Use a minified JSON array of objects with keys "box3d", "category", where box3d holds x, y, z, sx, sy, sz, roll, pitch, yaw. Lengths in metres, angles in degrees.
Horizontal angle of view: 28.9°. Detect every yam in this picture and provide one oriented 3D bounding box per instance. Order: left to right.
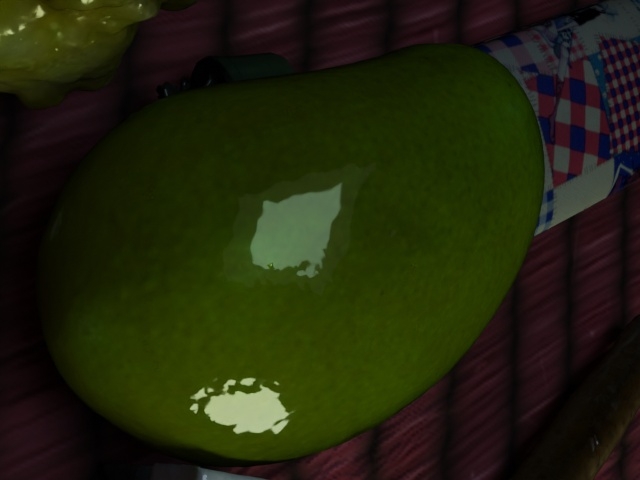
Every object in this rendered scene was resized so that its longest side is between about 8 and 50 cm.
[{"box3d":[0.166,0.138,0.818,0.264,0.046,0.046,-43,112,-36],"category":"yam"}]

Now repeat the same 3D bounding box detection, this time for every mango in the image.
[{"box3d":[-0.002,0.009,0.601,0.273,0.149,0.185,-15,109,-29],"category":"mango"}]

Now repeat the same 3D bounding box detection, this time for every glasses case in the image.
[{"box3d":[0.140,-0.075,0.806,0.327,0.076,0.125,-24,102,-40],"category":"glasses case"}]

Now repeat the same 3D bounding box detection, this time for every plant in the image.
[{"box3d":[-0.062,-0.069,0.645,0.102,0.051,0.051,-22,98,-34],"category":"plant"}]

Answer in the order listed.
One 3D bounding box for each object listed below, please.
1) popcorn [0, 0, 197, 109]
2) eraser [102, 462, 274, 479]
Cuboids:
[{"box3d":[-0.116,-0.146,0.519,0.155,0.197,0.197,23,66,-6],"category":"popcorn"},{"box3d":[-0.071,0.307,0.548,0.098,0.096,0.404,18,71,-37],"category":"eraser"}]
